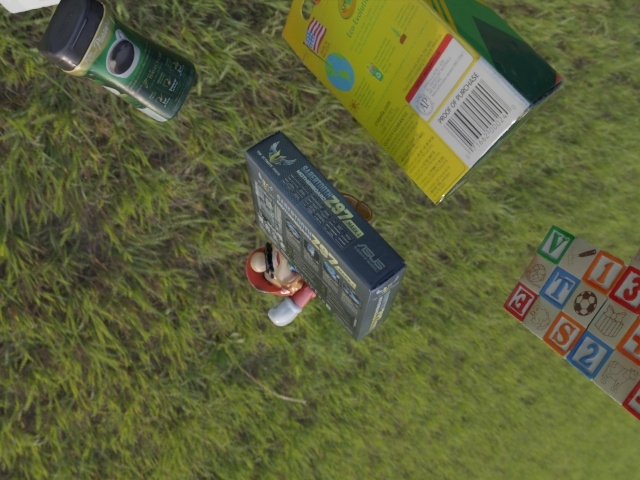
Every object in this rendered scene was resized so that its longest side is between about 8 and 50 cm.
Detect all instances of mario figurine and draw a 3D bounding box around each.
[{"bbox_3d":[-0.049,0.028,1.023,0.170,0.321,0.198,41,56,-14],"label":"mario figurine"}]

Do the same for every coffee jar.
[{"bbox_3d":[-0.260,-0.235,0.742,0.184,0.079,0.096,25,92,-49],"label":"coffee jar"}]

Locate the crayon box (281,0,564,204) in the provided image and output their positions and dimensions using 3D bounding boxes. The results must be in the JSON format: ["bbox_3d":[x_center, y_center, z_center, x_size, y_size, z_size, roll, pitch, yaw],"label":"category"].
[{"bbox_3d":[0.101,-0.223,0.690,0.081,0.318,0.202,-36,170,-31],"label":"crayon box"}]

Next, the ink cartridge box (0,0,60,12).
[{"bbox_3d":[-0.328,-0.447,0.685,0.308,0.386,0.091,53,39,-57],"label":"ink cartridge box"}]

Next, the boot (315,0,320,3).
[{"bbox_3d":[0.029,-0.492,1.119,0.085,0.059,0.157,-9,137,-1],"label":"boot"}]

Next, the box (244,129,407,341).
[{"bbox_3d":[0.000,0.000,0.720,0.059,0.232,0.183,-36,159,-17],"label":"box"}]

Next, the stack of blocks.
[{"bbox_3d":[0.357,0.084,0.629,0.087,0.297,0.171,23,102,-25],"label":"stack of blocks"}]
